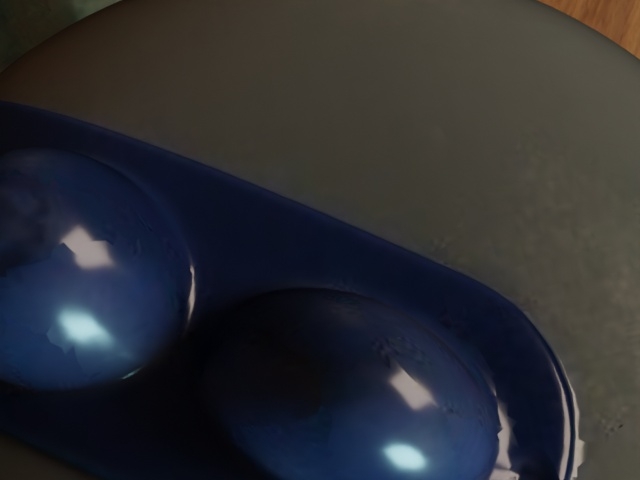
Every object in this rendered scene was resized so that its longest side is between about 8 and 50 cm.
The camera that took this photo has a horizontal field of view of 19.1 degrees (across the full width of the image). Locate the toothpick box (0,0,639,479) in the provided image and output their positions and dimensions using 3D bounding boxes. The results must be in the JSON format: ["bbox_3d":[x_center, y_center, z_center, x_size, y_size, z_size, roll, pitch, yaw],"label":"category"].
[{"bbox_3d":[-0.012,0.062,0.505,0.354,0.263,0.263,100,-14,-76],"label":"toothpick box"}]

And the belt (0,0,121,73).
[{"bbox_3d":[-0.086,-0.141,0.655,0.207,0.150,0.257,71,23,-46],"label":"belt"}]
